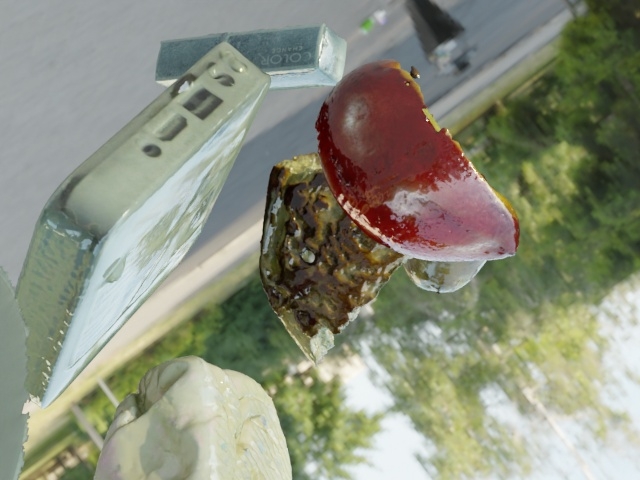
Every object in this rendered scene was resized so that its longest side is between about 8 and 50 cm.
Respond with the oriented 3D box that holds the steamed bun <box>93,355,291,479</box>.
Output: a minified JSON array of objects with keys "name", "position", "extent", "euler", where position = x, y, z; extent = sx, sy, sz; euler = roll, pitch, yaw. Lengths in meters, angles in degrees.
[{"name":"steamed bun","position":[-0.153,0.276,1.123],"extent":[0.207,0.280,0.268],"euler":[-14,153,12]}]

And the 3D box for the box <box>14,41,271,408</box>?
[{"name":"box","position":[-0.235,-0.022,1.307],"extent":[0.396,0.111,0.396],"euler":[-54,177,-46]}]

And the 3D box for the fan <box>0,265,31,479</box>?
[{"name":"fan","position":[-0.236,0.150,0.503],"extent":[0.009,0.191,0.329],"euler":[26,105,-46]}]

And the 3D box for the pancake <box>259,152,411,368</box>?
[{"name":"pancake","position":[0.000,0.000,1.324],"extent":[0.257,0.212,0.056],"euler":[-51,167,3]}]

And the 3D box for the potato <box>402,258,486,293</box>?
[{"name":"potato","position":[0.179,-0.007,1.460],"extent":[0.137,0.137,0.176],"euler":[-34,162,-45]}]

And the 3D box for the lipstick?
[{"name":"lipstick","position":[-0.101,-0.253,1.485],"extent":[0.290,0.077,0.076],"euler":[1,164,33]}]

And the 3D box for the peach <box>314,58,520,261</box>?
[{"name":"peach","position":[0.095,-0.066,1.151],"extent":[0.154,0.267,0.159],"euler":[-36,172,12]}]
